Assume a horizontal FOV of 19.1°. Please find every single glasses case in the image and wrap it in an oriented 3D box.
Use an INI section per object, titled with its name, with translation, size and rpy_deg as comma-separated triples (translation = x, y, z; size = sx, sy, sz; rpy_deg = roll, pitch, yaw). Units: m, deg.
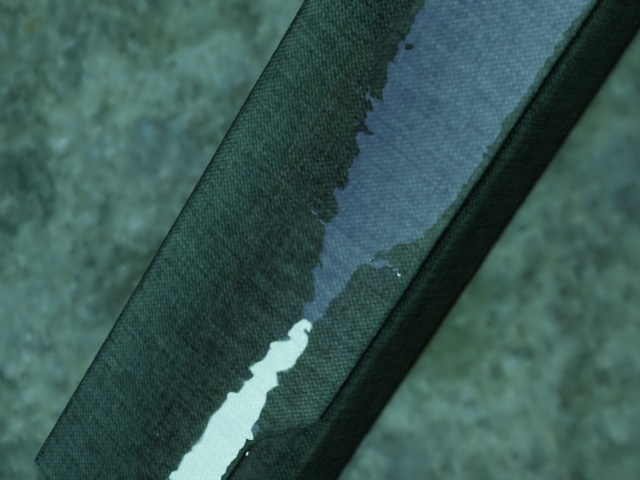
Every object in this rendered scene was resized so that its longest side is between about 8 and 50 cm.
[glasses case]
translation = 0.000, 0.000, 0.506
size = 0.071, 0.047, 0.205
rpy_deg = 41, 113, 20
